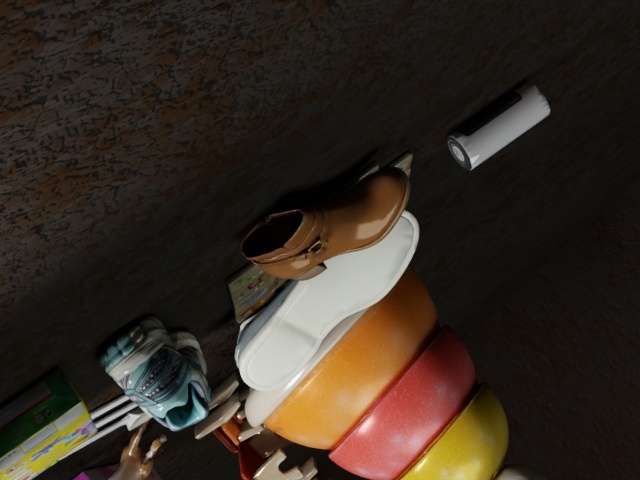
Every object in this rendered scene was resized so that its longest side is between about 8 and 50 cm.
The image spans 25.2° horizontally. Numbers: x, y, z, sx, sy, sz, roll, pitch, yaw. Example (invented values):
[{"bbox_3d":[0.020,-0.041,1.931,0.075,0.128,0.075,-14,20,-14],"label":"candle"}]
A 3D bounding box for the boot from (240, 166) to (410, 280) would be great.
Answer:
[{"bbox_3d":[0.007,-0.024,1.657,0.197,0.073,0.152,-42,157,10],"label":"boot"}]

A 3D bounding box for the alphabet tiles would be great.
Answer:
[{"bbox_3d":[0.000,0.000,1.880,0.285,0.011,0.342,-36,168,-9],"label":"alphabet tiles"}]

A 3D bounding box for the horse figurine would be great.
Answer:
[{"bbox_3d":[-0.284,0.367,2.100,0.174,0.066,0.263,120,-9,-53],"label":"horse figurine"}]

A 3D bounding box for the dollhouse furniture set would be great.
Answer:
[{"bbox_3d":[-0.107,0.342,2.322,0.135,0.262,0.259,-37,-161,8],"label":"dollhouse furniture set"}]

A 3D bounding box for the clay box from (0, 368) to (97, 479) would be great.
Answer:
[{"bbox_3d":[-0.332,0.226,1.675,0.127,0.053,0.222,-35,169,-14],"label":"clay box"}]

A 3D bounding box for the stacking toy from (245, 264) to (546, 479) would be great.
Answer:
[{"bbox_3d":[0.157,0.277,2.132,0.350,0.480,0.350,-47,179,-2],"label":"stacking toy"}]

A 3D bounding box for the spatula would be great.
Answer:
[{"bbox_3d":[-0.277,0.241,1.964,0.242,0.019,0.168,-28,166,-36],"label":"spatula"}]

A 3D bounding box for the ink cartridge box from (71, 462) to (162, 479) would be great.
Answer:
[{"bbox_3d":[-0.260,0.490,2.204,0.071,0.324,0.330,-41,168,10],"label":"ink cartridge box"}]

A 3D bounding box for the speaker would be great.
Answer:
[{"bbox_3d":[0.234,-0.150,1.881,0.136,0.055,0.055,-35,167,-12],"label":"speaker"}]

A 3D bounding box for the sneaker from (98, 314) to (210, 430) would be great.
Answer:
[{"bbox_3d":[-0.187,0.181,1.751,0.110,0.122,0.283,-37,168,1],"label":"sneaker"}]

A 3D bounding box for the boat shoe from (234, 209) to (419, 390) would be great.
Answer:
[{"bbox_3d":[0.000,0.061,1.928,0.319,0.116,0.099,-47,-151,12],"label":"boat shoe"}]
